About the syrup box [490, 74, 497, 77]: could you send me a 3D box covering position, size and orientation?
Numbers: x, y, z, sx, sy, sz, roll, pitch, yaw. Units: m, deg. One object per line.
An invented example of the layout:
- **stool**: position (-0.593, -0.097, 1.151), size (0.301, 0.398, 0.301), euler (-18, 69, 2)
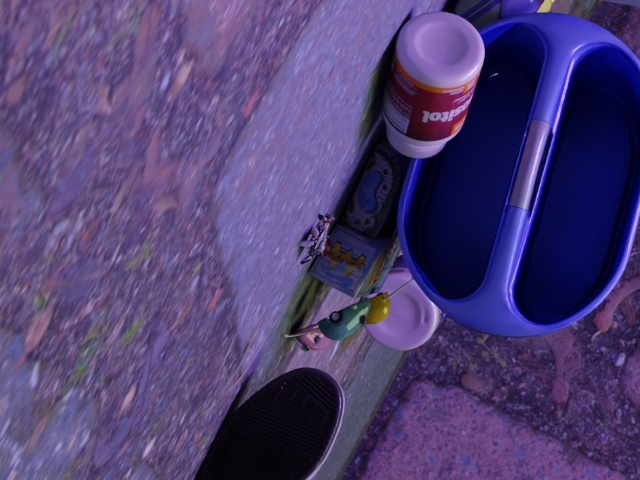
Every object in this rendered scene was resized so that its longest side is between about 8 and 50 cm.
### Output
- **syrup box**: position (0.223, -0.166, 2.215), size (0.237, 0.093, 0.096), euler (-62, 171, -3)

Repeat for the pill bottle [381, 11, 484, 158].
- **pill bottle**: position (0.106, -0.147, 1.614), size (0.086, 0.086, 0.152), euler (-58, 170, -28)

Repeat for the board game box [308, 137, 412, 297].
- **board game box**: position (0.057, -0.015, 1.809), size (0.194, 0.060, 0.194), euler (-66, 172, 18)

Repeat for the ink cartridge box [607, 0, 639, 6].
- **ink cartridge box**: position (0.434, -0.391, 2.131), size (0.065, 0.311, 0.186), euler (43, 72, -49)

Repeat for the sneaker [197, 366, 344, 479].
- **sneaker**: position (-0.055, 0.265, 1.767), size (0.295, 0.123, 0.178), euler (-56, 167, 5)

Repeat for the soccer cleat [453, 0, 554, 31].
- **soccer cleat**: position (0.199, -0.275, 1.860), size (0.121, 0.093, 0.289), euler (-34, -179, 11)

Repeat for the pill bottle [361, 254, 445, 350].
- **pill bottle**: position (0.132, 0.077, 2.353), size (0.112, 0.112, 0.186), euler (-66, 171, 21)

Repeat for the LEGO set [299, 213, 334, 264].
- **LEGO set**: position (0.001, -0.002, 1.640), size (0.083, 0.023, 0.054), euler (-51, 165, -52)

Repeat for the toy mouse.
- **toy mouse**: position (0.015, 0.097, 1.827), size (0.143, 0.031, 0.161), euler (-21, 174, -45)

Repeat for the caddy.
- **caddy**: position (0.216, -0.064, 1.722), size (0.179, 0.241, 0.341), euler (56, 49, -80)
